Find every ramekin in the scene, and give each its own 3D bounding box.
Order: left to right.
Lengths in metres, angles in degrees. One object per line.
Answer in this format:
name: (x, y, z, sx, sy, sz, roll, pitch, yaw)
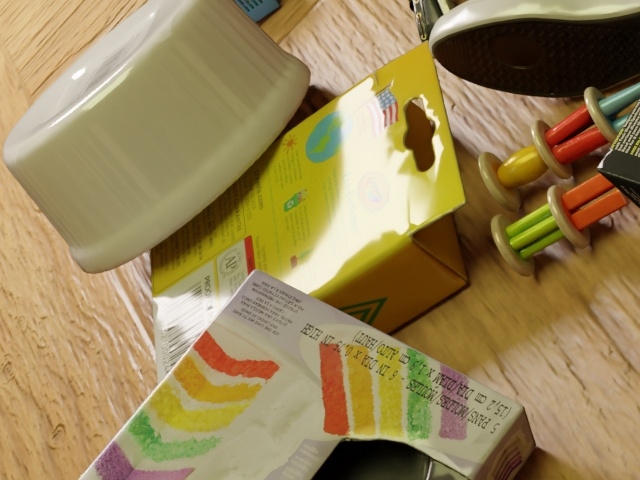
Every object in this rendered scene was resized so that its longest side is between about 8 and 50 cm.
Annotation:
ramekin: (-0.155, -0.112, 1.594, 0.277, 0.135, 0.277, -37, 18, 14)

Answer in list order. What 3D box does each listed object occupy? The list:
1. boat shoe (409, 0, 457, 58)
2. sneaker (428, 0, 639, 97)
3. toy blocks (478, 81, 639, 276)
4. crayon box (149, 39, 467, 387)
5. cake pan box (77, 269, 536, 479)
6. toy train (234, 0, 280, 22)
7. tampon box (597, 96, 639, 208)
boat shoe: (0.094, -0.219, 1.559, 0.042, 0.049, 0.133, -29, 55, 21)
sneaker: (0.226, -0.193, 1.378, 0.290, 0.106, 0.123, -7, 53, 29)
toy blocks: (0.197, -0.054, 1.329, 0.148, 0.054, 0.123, -32, 42, 25)
crayon box: (0.000, 0.000, 1.467, 0.318, 0.081, 0.202, -33, 41, 25)
cake pan box: (-0.014, 0.172, 1.258, 0.267, 0.070, 0.245, 28, 68, 32)
toy train: (-0.106, -0.279, 1.802, 0.105, 0.080, 0.184, -30, 40, 13)
tampon box: (0.292, -0.041, 1.166, 0.161, 0.120, 0.101, 26, 82, 52)
